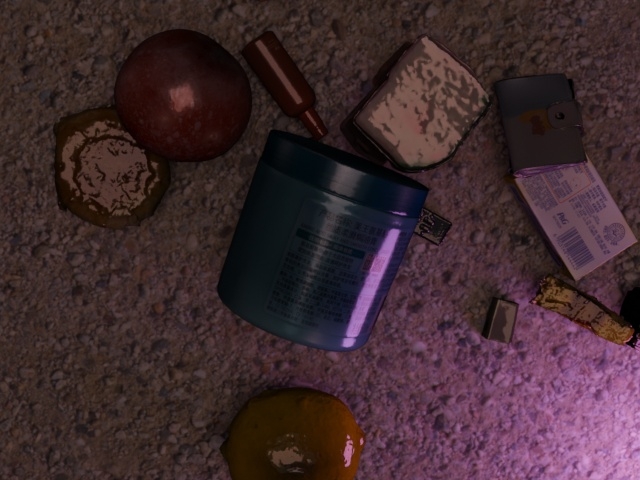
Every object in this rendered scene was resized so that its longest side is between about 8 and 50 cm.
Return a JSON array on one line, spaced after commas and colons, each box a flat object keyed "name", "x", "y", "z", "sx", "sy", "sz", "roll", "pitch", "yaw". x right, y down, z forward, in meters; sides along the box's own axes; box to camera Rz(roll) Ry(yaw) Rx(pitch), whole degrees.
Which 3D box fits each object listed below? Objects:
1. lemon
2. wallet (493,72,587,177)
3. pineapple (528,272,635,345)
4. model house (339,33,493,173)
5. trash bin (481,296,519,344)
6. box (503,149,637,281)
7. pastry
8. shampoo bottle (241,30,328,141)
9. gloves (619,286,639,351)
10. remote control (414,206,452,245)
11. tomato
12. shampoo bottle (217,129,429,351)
[{"name": "lemon", "x": -0.054, "y": 0.429, "z": 1.694, "sx": 0.283, "sy": 0.260, "sz": 0.261, "roll": -23, "pitch": 97, "yaw": -21}, {"name": "wallet", "x": 0.458, "y": -0.240, "z": 1.695, "sx": 0.170, "sy": 0.069, "sz": 0.231, "roll": -8, "pitch": 66, "yaw": 8}, {"name": "pineapple", "x": 0.556, "y": 0.147, "z": 1.764, "sx": 0.233, "sy": 0.135, "sz": 0.080, "roll": 31, "pitch": 103, "yaw": 3}, {"name": "model house", "x": 0.181, "y": -0.251, "z": 1.637, "sx": 0.202, "sy": 0.237, "sz": 0.237, "roll": 37, "pitch": 89, "yaw": -8}, {"name": "trash bin", "x": 0.398, "y": 0.176, "z": 1.798, "sx": 0.060, "sy": 0.043, "sz": 0.092, "roll": 14, "pitch": 92, "yaw": -5}, {"name": "box", "x": 0.534, "y": -0.068, "z": 1.751, "sx": 0.168, "sy": 0.097, "sz": 0.265, "roll": -34, "pitch": 97, "yaw": 0}, {"name": "pastry", "x": -0.426, "y": -0.150, "z": 1.675, "sx": 0.235, "sy": 0.121, "sz": 0.257, "roll": -1, "pitch": 94, "yaw": -7}, {"name": "shampoo bottle", "x": -0.066, "y": -0.314, "z": 1.697, "sx": 0.085, "sy": 0.085, "sz": 0.244, "roll": -33, "pitch": 99, "yaw": 0}, {"name": "gloves", "x": 0.834, "y": 0.183, "z": 1.767, "sx": 0.356, "sy": 0.155, "sz": 0.203, "roll": 9, "pitch": 88, "yaw": 11}, {"name": "remote control", "x": 0.167, "y": -0.070, "z": 1.765, "sx": 0.245, "sy": 0.025, "sz": 0.063, "roll": 29, "pitch": 95, "yaw": -6}, {"name": "tomato", "x": -0.256, "y": -0.286, "z": 1.591, "sx": 0.270, "sy": 0.270, "sz": 0.227, "roll": 43, "pitch": 123, "yaw": -7}, {"name": "shampoo bottle", "x": 0.000, "y": 0.000, "z": 1.597, "sx": 0.331, "sy": 0.331, "sz": 0.343, "roll": 19, "pitch": 100, "yaw": -5}]
